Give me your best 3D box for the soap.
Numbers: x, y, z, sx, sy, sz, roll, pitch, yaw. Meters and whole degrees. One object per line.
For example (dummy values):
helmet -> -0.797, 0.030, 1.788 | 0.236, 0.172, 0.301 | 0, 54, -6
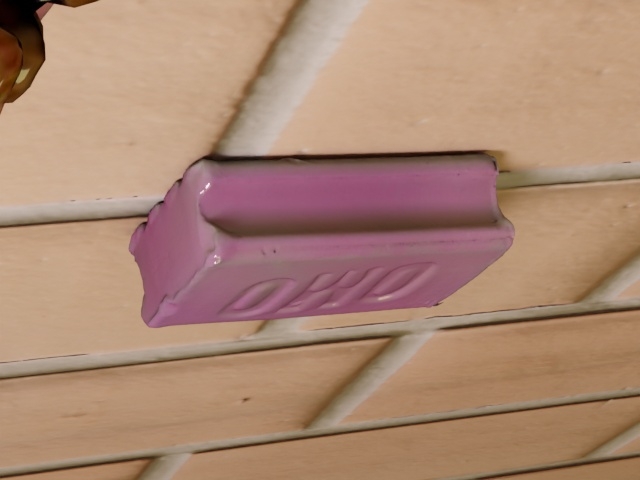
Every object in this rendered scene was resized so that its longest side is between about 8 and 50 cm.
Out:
soap -> 0.000, 0.000, 1.088 | 0.203, 0.066, 0.122 | -4, 159, -27

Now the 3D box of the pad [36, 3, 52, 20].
pad -> -0.170, -0.128, 0.706 | 0.202, 0.005, 0.300 | 0, 157, -33

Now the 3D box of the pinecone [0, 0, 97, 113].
pinecone -> -0.162, -0.103, 0.448 | 0.246, 0.246, 0.292 | -28, 167, 37
